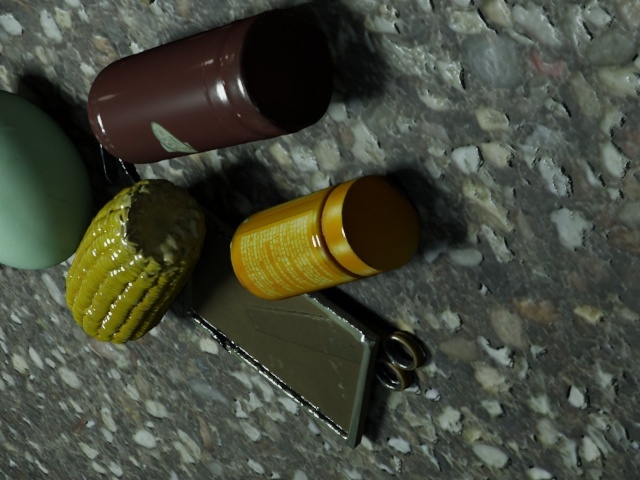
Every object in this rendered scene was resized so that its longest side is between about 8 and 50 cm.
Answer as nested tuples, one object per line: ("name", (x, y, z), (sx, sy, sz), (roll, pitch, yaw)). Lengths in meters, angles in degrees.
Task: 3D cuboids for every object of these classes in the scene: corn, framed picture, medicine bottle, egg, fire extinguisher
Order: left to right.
("egg", (-0.363, -0.073, 1.581), (0.168, 0.168, 0.231), (-26, 98, 53))
("corn", (-0.207, 0.024, 1.504), (0.131, 0.131, 0.344), (49, 154, 1))
("fire extinguisher", (-0.134, -0.131, 1.329), (0.337, 0.114, 0.135), (-5, 105, 49))
("framed picture", (-0.054, 0.096, 1.512), (0.281, 0.019, 0.209), (36, 144, 22))
("medicine bottle", (0.000, 0.000, 1.323), (0.192, 0.096, 0.096), (-17, 108, 51))

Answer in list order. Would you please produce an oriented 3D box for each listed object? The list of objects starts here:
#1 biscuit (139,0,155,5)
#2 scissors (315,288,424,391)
("biscuit", (-0.248, -0.367, 1.311), (0.141, 0.038, 0.290), (11, 131, 47))
("scissors", (0.018, 0.074, 1.437), (0.220, 0.017, 0.088), (41, 145, 14))
